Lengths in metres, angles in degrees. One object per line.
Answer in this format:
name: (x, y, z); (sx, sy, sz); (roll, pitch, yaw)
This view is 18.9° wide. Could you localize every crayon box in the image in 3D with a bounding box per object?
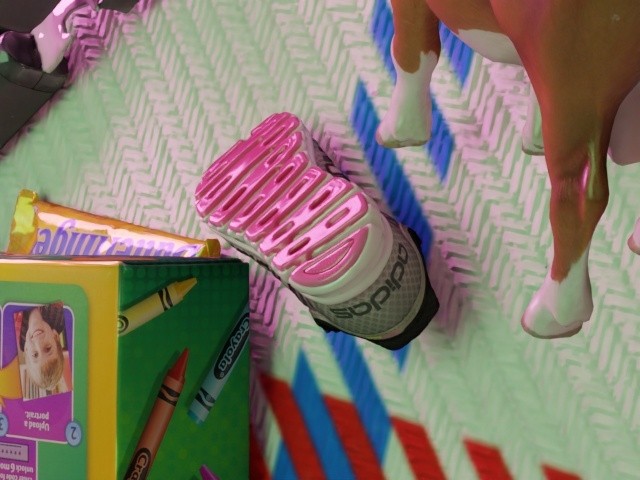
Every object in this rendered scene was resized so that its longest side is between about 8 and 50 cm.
crayon box: (-0.157, 0.088, 0.935); (0.278, 0.081, 0.165); (1, 91, 43)

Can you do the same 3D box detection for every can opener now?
can opener: (-0.183, -0.104, 0.997); (0.283, 0.095, 0.076); (-41, 56, 30)

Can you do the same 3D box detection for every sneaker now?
sneaker: (0.000, 0.000, 0.831); (0.063, 0.075, 0.170); (-44, 29, -2)

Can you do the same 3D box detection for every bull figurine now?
bull figurine: (0.077, -0.104, 0.705); (0.310, 0.101, 0.188); (-112, 18, -64)

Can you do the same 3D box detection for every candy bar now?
candy bar: (-0.103, 0.005, 0.957); (0.161, 0.018, 0.040); (13, 92, 44)
